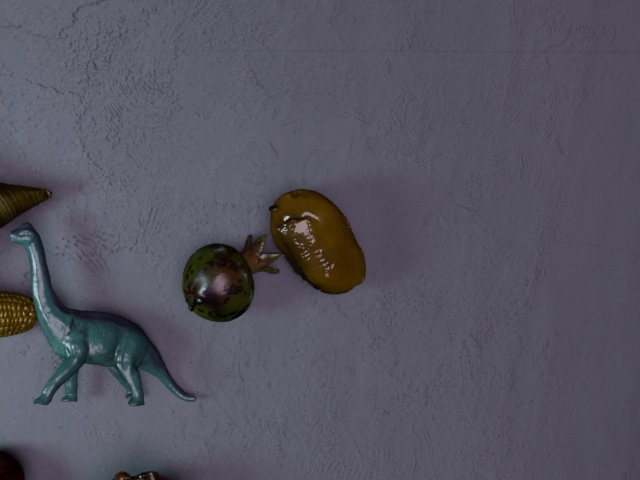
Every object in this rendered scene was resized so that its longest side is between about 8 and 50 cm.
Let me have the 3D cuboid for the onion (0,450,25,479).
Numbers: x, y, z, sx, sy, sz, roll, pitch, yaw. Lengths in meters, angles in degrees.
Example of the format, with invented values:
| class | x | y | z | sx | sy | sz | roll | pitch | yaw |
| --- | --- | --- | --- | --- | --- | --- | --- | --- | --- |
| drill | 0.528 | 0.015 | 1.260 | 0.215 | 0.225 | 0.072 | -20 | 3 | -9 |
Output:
| class | x | y | z | sx | sy | sz | roll | pitch | yaw |
| --- | --- | --- | --- | --- | --- | --- | --- | --- | --- |
| onion | -0.619 | 0.450 | 1.353 | 0.131 | 0.131 | 0.131 | -1 | 93 | -15 |

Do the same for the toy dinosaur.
| class | x | y | z | sx | sy | sz | roll | pitch | yaw |
| --- | --- | --- | --- | --- | --- | --- | --- | --- | --- |
| toy dinosaur | -0.407 | 0.147 | 1.404 | 0.383 | 0.129 | 0.331 | 7 | 82 | -35 |

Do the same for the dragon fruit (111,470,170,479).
| class | x | y | z | sx | sy | sz | roll | pitch | yaw |
| --- | --- | --- | --- | --- | --- | --- | --- | --- | --- |
| dragon fruit | -0.343 | 0.602 | 1.357 | 0.277 | 0.277 | 0.343 | 2 | 87 | -16 |

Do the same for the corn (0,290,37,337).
| class | x | y | z | sx | sy | sz | roll | pitch | yaw |
| --- | --- | --- | --- | --- | --- | --- | --- | --- | --- |
| corn | -0.654 | 0.132 | 1.297 | 0.312 | 0.102 | 0.102 | 12 | 90 | -42 |

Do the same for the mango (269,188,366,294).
| class | x | y | z | sx | sy | sz | roll | pitch | yaw |
| --- | --- | --- | --- | --- | --- | --- | --- | --- | --- |
| mango | 0.000 | 0.000 | 1.488 | 0.249 | 0.156 | 0.151 | 51 | 42 | -14 |

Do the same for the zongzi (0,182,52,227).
| class | x | y | z | sx | sy | sz | roll | pitch | yaw |
| --- | --- | --- | --- | --- | --- | --- | --- | --- | --- |
| zongzi | -0.671 | -0.108 | 1.299 | 0.288 | 0.134 | 0.286 | -32 | 107 | -12 |

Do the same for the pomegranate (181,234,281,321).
| class | x | y | z | sx | sy | sz | roll | pitch | yaw |
| --- | --- | --- | --- | --- | --- | --- | --- | --- | --- |
| pomegranate | -0.173 | 0.071 | 1.445 | 0.220 | 0.156 | 0.156 | -26 | 99 | -17 |
